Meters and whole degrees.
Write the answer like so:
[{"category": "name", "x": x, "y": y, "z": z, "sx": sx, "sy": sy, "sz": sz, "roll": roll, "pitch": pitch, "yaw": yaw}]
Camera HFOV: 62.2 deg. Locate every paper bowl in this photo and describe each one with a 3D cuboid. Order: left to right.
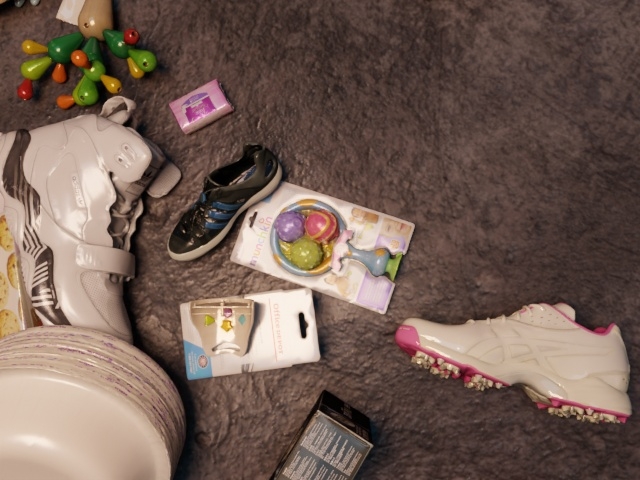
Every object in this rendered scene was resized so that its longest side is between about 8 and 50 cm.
[{"category": "paper bowl", "x": -0.316, "y": 0.255, "z": 0.630, "sx": 0.285, "sy": 0.148, "sz": 0.284, "roll": 0, "pitch": 115, "yaw": 0}]

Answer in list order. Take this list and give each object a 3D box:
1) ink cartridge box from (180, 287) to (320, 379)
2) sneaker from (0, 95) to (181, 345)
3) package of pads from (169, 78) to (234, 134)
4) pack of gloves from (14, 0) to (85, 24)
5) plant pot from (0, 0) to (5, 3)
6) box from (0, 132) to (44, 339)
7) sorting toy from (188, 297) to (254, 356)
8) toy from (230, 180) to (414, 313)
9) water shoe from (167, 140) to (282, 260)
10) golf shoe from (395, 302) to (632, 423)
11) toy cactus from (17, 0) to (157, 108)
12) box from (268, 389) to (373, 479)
[{"category": "ink cartridge box", "x": -0.093, "y": 0.126, "z": 0.732, "sx": 0.180, "sy": 0.060, "sz": 0.104, "roll": -8, "pitch": 82, "yaw": 3}, {"category": "sneaker", "x": -0.287, "y": -0.020, "z": 0.722, "sx": 0.210, "sy": 0.137, "sz": 0.365, "roll": -26, "pitch": 81, "yaw": 2}, {"category": "package of pads", "x": -0.176, "y": -0.198, "z": 0.789, "sx": 0.083, "sy": 0.032, "sz": 0.050, "roll": -28, "pitch": 81, "yaw": 0}, {"category": "pack of gloves", "x": -0.401, "y": -0.464, "z": 0.827, "sx": 0.195, "sy": 0.046, "sz": 0.231, "roll": 15, "pitch": 85, "yaw": 6}, {"category": "plant pot", "x": -0.566, "y": -0.529, "z": 0.689, "sx": 0.334, "sy": 0.305, "sz": 0.333, "roll": -2, "pitch": 75, "yaw": 9}, {"category": "box", "x": -0.453, "y": 0.010, "z": 0.767, "sx": 0.067, "sy": 0.063, "sz": 0.323, "roll": -11, "pitch": 83, "yaw": 1}, {"category": "sorting toy", "x": -0.123, "y": 0.113, "z": 0.685, "sx": 0.084, "sy": 0.045, "sz": 0.075, "roll": 0, "pitch": 89, "yaw": 3}, {"category": "toy", "x": 0.000, "y": 0.000, "z": 0.743, "sx": 0.238, "sy": 0.056, "sz": 0.136, "roll": 19, "pitch": 84, "yaw": 5}, {"category": "water shoe", "x": -0.148, "y": -0.060, "z": 0.739, "sx": 0.203, "sy": 0.080, "sz": 0.073, "roll": -43, "pitch": 56, "yaw": -4}, {"category": "golf shoe", "x": 0.252, "y": 0.137, "z": 0.696, "sx": 0.307, "sy": 0.115, "sz": 0.140, "roll": 17, "pitch": 74, "yaw": -1}, {"category": "toy cactus", "x": -0.343, "y": -0.285, "z": 0.773, "sx": 0.219, "sy": 0.112, "sz": 0.180, "roll": -4, "pitch": 74, "yaw": 23}, {"category": "box", "x": -0.014, "y": 0.294, "z": 0.665, "sx": 0.078, "sy": 0.147, "sz": 0.180, "roll": 31, "pitch": 87, "yaw": 6}]
